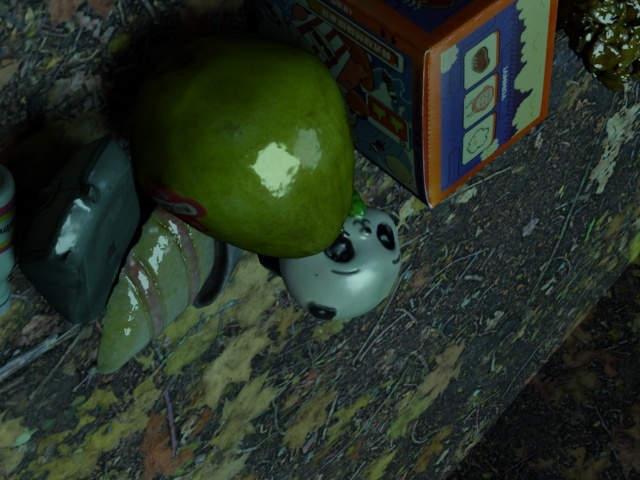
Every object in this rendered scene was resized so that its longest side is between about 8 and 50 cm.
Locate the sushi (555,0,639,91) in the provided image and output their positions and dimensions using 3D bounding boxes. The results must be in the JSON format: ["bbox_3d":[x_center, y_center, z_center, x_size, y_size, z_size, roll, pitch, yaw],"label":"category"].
[{"bbox_3d":[0.508,-0.397,2.353,0.200,0.204,0.213,-37,144,-13],"label":"sushi"}]

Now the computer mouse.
[{"bbox_3d":[-0.315,-0.013,1.685,0.371,0.122,0.188,113,-2,-70],"label":"computer mouse"}]

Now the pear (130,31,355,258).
[{"bbox_3d":[-0.083,-0.114,1.737,0.287,0.287,0.375,-48,120,-3],"label":"pear"}]

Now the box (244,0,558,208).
[{"bbox_3d":[0.106,-0.288,1.771,0.257,0.349,0.318,-39,151,-20],"label":"box"}]

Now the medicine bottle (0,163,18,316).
[{"bbox_3d":[-0.424,0.004,1.640,0.090,0.090,0.216,-29,145,-33],"label":"medicine bottle"}]

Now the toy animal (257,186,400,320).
[{"bbox_3d":[0.004,-0.007,2.052,0.212,0.267,0.212,-30,141,-28],"label":"toy animal"}]

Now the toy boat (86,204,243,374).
[{"bbox_3d":[-0.207,0.032,1.893,0.293,0.111,0.276,-42,151,-53],"label":"toy boat"}]
